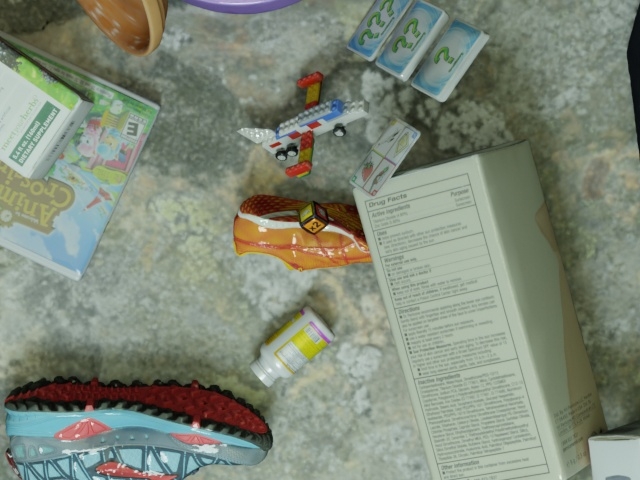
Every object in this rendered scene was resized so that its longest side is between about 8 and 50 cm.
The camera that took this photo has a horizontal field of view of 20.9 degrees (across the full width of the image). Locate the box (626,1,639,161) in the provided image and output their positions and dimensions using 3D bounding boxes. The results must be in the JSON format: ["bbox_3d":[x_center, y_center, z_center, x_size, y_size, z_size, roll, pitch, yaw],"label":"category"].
[{"bbox_3d":[0.450,-0.093,1.584,0.296,0.183,0.294,-2,68,1],"label":"box"}]

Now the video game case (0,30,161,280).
[{"bbox_3d":[-0.293,-0.090,1.713,0.212,0.023,0.193,25,92,0],"label":"video game case"}]

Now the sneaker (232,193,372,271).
[{"bbox_3d":[0.000,0.000,1.703,0.175,0.064,0.067,11,124,-4],"label":"sneaker"}]

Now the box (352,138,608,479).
[{"bbox_3d":[0.154,0.073,1.639,0.148,0.121,0.311,-13,92,33],"label":"box"}]

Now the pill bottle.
[{"bbox_3d":[-0.029,0.106,1.705,0.083,0.043,0.043,-41,91,2],"label":"pill bottle"}]

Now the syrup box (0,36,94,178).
[{"bbox_3d":[-0.342,-0.163,1.653,0.237,0.096,0.093,35,92,-1],"label":"syrup box"}]

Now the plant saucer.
[{"bbox_3d":[-0.204,-0.267,1.628,0.037,0.200,0.200,-34,91,-19],"label":"plant saucer"}]

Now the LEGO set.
[{"bbox_3d":[0.029,-0.129,1.637,0.060,0.182,0.244,33,93,-37],"label":"LEGO set"}]

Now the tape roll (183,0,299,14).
[{"bbox_3d":[-0.078,-0.360,1.671,0.275,0.090,0.275,0,91,1],"label":"tape roll"}]

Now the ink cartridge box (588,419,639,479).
[{"bbox_3d":[0.344,0.350,1.646,0.069,0.176,0.371,-8,90,40],"label":"ink cartridge box"}]

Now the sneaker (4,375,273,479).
[{"bbox_3d":[-0.176,0.205,1.698,0.262,0.104,0.125,5,109,5],"label":"sneaker"}]
